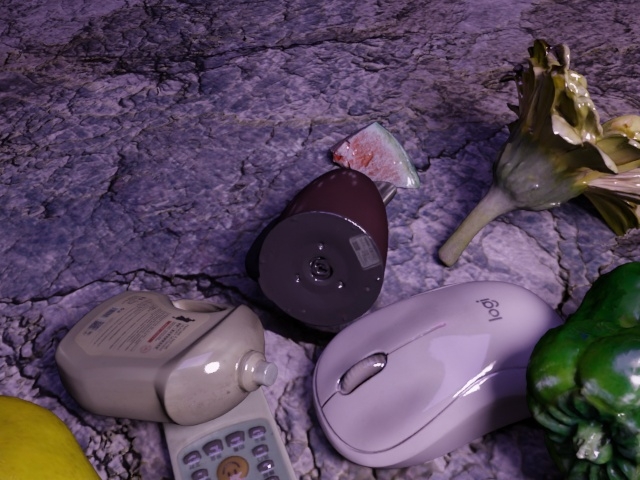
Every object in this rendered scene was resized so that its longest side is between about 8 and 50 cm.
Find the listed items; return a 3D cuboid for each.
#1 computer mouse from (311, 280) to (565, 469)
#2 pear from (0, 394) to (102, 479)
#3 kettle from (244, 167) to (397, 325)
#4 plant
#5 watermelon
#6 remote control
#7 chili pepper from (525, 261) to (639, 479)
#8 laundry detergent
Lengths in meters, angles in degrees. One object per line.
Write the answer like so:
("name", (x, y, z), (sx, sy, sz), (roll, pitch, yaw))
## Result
("computer mouse", (0.136, 0.130, 0.753), (0.296, 0.121, 0.184), (-12, 44, -7))
("pear", (-0.296, 0.306, 0.519), (0.287, 0.287, 0.375), (1, 63, 9))
("kettle", (0.000, 0.000, 0.896), (0.202, 0.144, 0.232), (-25, 16, 19))
("plant", (0.278, -0.119, 0.911), (0.297, 0.306, 0.261), (-17, 66, 30))
("watermelon", (0.087, -0.137, 1.102), (0.180, 0.081, 0.094), (29, 79, 39))
("remote control", (-0.080, 0.256, 0.702), (0.123, 0.038, 0.285), (-17, 43, -10))
("chili pepper", (0.350, 0.090, 0.661), (0.385, 0.168, 0.213), (-25, 36, -34))
("laundry detergent", (-0.157, 0.127, 0.780), (0.253, 0.091, 0.181), (4, 30, 29))
